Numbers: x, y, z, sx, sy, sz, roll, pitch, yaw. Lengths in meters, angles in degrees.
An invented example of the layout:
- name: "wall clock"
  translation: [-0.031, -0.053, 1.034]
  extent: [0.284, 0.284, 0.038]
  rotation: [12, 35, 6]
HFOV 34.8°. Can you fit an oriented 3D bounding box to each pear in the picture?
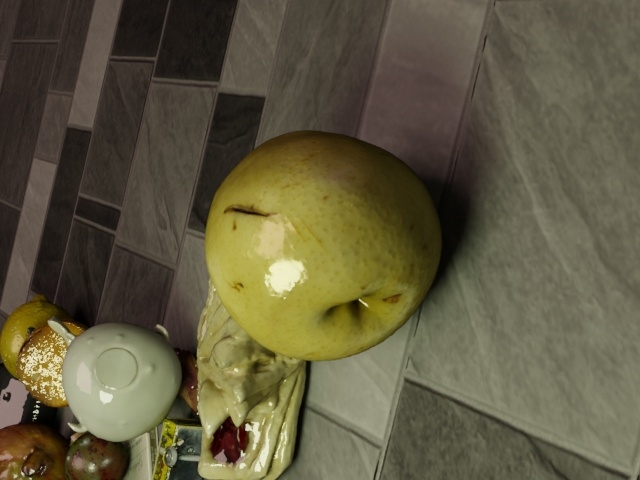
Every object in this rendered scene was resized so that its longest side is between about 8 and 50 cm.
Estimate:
- name: "pear"
  translation: [0.000, 0.000, 1.323]
  extent: [0.309, 0.309, 0.309]
  rotation: [-21, 63, 51]

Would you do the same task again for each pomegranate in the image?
- name: "pomegranate"
  translation: [-0.423, 0.412, 1.898]
  extent: [0.130, 0.130, 0.130]
  rotation: [-21, 63, 51]

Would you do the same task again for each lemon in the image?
- name: "lemon"
  translation: [-0.613, 0.220, 2.236]
  extent: [0.173, 0.173, 0.206]
  rotation: [-26, 57, 49]

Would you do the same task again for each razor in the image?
- name: "razor"
  translation: [-0.704, 0.454, 2.309]
  extent: [0.204, 0.113, 0.349]
  rotation: [12, 90, 24]

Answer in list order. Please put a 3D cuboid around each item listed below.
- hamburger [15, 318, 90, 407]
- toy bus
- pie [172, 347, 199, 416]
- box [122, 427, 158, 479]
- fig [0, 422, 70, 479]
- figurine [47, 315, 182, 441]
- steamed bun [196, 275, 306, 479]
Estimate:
- name: "hamburger"
  translation: [-0.518, 0.249, 2.098]
  extent: [0.118, 0.191, 0.182]
  rotation: [-147, 41, -87]
- name: "toy bus"
  translation: [-0.243, 0.417, 1.739]
  extent: [0.074, 0.081, 0.226]
  rotation: [17, 98, 60]
- name: "pie"
  translation: [-0.246, 0.242, 1.829]
  extent: [0.170, 0.034, 0.092]
  rotation: [22, 102, 56]
- name: "box"
  translation: [-0.333, 0.438, 1.898]
  extent: [0.109, 0.029, 0.198]
  rotation: [-41, 48, 42]
- name: "fig"
  translation: [-0.618, 0.492, 2.130]
  extent: [0.263, 0.224, 0.224]
  rotation: [-20, 63, 27]
- name: "figurine"
  translation: [-0.387, 0.242, 1.848]
  extent: [0.226, 0.274, 0.394]
  rotation: [-43, -4, -19]
- name: "steamed bun"
  translation: [-0.115, 0.164, 1.533]
  extent: [0.247, 0.189, 0.428]
  rotation: [-10, 72, 51]
